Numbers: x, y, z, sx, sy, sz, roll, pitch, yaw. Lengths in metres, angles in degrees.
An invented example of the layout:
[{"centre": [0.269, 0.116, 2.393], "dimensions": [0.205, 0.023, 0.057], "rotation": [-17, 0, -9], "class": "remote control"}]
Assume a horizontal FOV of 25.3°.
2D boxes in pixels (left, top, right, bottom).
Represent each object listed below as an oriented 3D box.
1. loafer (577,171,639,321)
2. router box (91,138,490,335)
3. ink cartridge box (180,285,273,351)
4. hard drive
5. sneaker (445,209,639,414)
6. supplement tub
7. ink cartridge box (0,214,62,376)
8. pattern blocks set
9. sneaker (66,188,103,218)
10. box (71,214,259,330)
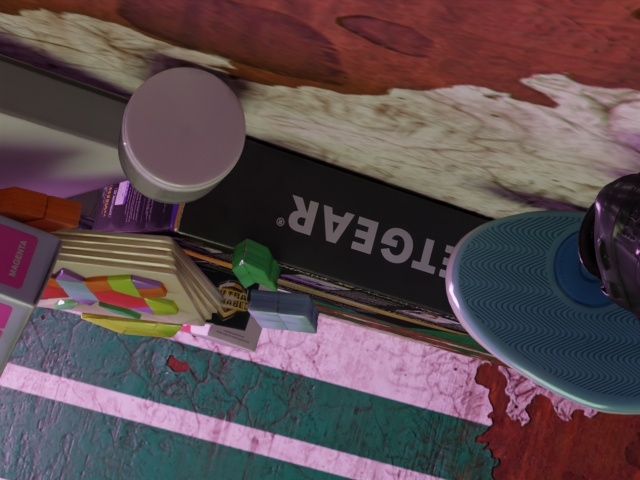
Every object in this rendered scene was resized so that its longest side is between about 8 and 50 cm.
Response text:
[{"centre": [0.180, 0.002, 0.772], "dimensions": [0.078, 0.076, 0.223], "rotation": [28, 178, 13], "class": "loafer"}, {"centre": [0.000, 0.000, 1.125], "dimensions": [0.309, 0.081, 0.243], "rotation": [18, 173, -23], "class": "router box"}, {"centre": [-0.086, 0.036, 1.423], "dimensions": [0.056, 0.135, 0.099], "rotation": [21, 172, -24], "class": "ink cartridge box"}, {"centre": [-0.276, -0.056, 0.988], "dimensions": [0.307, 0.040, 0.203], "rotation": [-13, 162, 36], "class": "hard drive"}, {"centre": [0.231, 0.070, 0.994], "dimensions": [0.319, 0.127, 0.208], "rotation": [16, 173, -1], "class": "sneaker"}, {"centre": [-0.083, -0.059, 0.837], "dimensions": [0.071, 0.071, 0.107], "rotation": [16, 174, -9], "class": "supplement tub"}, {"centre": [-0.343, 0.001, 0.946], "dimensions": [0.311, 0.065, 0.186], "rotation": [23, 150, -11], "class": "ink cartridge box"}, {"centre": [-0.174, 0.025, 1.038], "dimensions": [0.325, 0.026, 0.285], "rotation": [1, 160, 22], "class": "pattern blocks set"}, {"centre": [-0.284, -0.038, 1.478], "dimensions": [0.163, 0.086, 0.226], "rotation": [12, 172, 25], "class": "sneaker"}, {"centre": [-0.186, 0.018, 1.287], "dimensions": [0.175, 0.051, 0.220], "rotation": [15, -177, -37], "class": "box"}]
